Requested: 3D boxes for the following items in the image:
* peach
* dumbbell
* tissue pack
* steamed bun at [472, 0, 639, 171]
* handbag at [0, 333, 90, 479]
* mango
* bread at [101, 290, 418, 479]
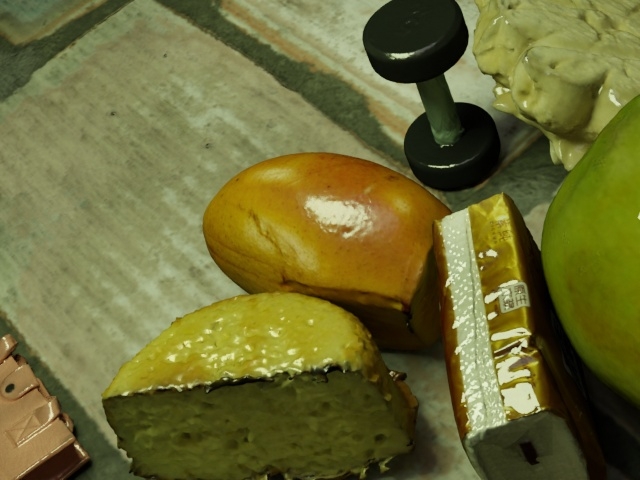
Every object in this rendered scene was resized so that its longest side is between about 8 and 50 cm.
[{"bbox_3d":[0.325,0.019,1.015,0.282,0.314,0.315,-18,66,-26],"label":"peach"},{"bbox_3d":[0.113,-0.145,1.323,0.100,0.191,0.100,-12,47,14],"label":"dumbbell"},{"bbox_3d":[0.159,0.105,1.087,0.092,0.183,0.226,-21,45,16],"label":"tissue pack"},{"bbox_3d":[0.262,-0.164,1.290,0.295,0.137,0.292,27,39,12],"label":"steamed bun"},{"bbox_3d":[-0.334,0.183,1.307,0.157,0.059,0.212,-38,46,-12],"label":"handbag"},{"bbox_3d":[0.000,0.000,1.232,0.257,0.187,0.138,22,59,22],"label":"mango"},{"bbox_3d":[-0.048,0.126,1.177,0.261,0.160,0.147,-12,41,21],"label":"bread"}]
